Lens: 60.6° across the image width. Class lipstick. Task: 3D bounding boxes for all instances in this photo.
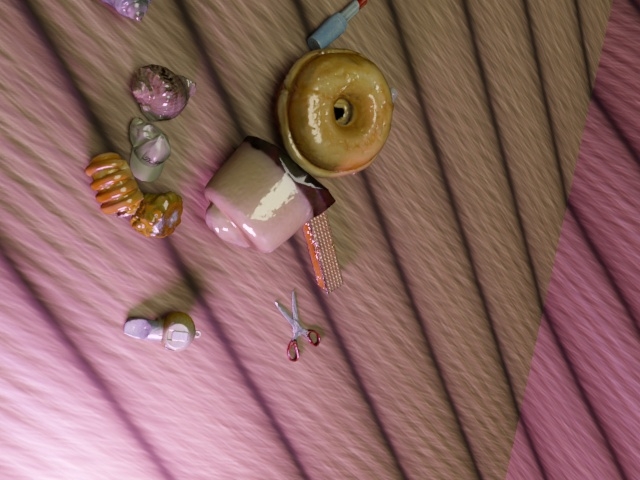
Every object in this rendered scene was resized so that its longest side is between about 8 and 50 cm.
[{"bbox_3d":[0.066,-0.733,1.829,0.274,0.061,0.068,-48,120,-19],"label":"lipstick"}]

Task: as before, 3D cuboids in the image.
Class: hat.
[{"bbox_3d":[-0.481,-0.248,1.529,0.122,0.081,0.166,12,102,-34],"label":"hat"}]

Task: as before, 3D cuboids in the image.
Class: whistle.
[{"bbox_3d":[-0.468,0.266,1.631,0.223,0.123,0.123,9,94,-15],"label":"whistle"}]

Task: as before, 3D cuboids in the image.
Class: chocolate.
[{"bbox_3d":[-0.179,-0.104,1.630,0.326,0.314,0.297,36,82,-14],"label":"chocolate"}]

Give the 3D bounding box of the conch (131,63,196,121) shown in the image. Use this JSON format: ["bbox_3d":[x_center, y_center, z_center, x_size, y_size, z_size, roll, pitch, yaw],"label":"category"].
[{"bbox_3d":[-0.437,-0.410,1.528,0.207,0.130,0.155,-26,150,-53],"label":"conch"}]

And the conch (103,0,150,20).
[{"bbox_3d":[-0.487,-0.687,1.388,0.220,0.195,0.277,12,64,-64],"label":"conch"}]

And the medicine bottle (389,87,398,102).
[{"bbox_3d":[0.243,-0.513,2.004,0.052,0.052,0.089,45,73,-33],"label":"medicine bottle"}]

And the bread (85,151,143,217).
[{"bbox_3d":[-0.556,-0.146,1.468,0.119,0.084,0.177,-16,110,11],"label":"bread"}]

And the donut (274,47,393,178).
[{"bbox_3d":[0.052,-0.412,1.798,0.448,0.198,0.449,-7,103,-33],"label":"donut"}]

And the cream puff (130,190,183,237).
[{"bbox_3d":[-0.466,-0.078,1.549,0.146,0.116,0.146,20,90,-75],"label":"cream puff"}]

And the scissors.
[{"bbox_3d":[-0.088,0.302,1.948,0.144,0.017,0.248,-31,114,-28],"label":"scissors"}]

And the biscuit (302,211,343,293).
[{"bbox_3d":[0.000,0.000,1.928,0.094,0.054,0.379,-27,113,-30],"label":"biscuit"}]
